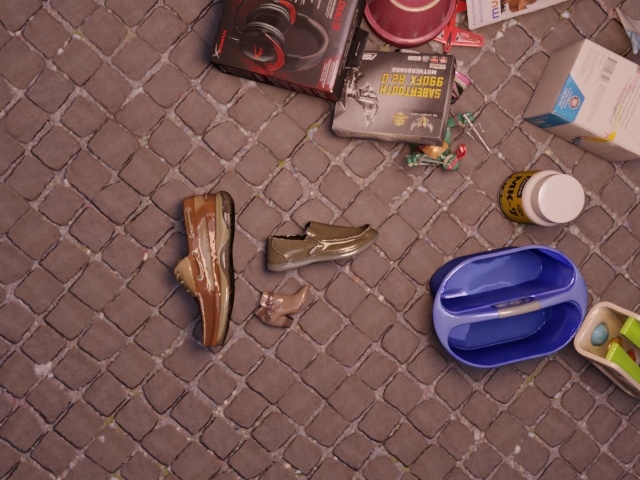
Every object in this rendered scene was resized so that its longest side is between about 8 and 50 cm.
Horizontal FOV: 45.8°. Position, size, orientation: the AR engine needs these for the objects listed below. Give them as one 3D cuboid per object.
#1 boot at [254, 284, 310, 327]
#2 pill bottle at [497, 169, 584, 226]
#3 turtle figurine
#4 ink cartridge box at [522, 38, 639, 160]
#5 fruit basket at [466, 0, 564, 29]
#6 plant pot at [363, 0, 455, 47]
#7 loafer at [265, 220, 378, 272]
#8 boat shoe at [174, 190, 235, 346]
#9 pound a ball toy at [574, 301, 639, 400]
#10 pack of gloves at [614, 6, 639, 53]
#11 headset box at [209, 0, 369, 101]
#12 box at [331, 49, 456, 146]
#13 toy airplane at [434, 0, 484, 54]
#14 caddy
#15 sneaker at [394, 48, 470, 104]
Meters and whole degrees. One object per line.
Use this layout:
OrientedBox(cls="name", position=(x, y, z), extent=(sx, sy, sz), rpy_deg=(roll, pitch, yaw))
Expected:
OrientedBox(cls="boot", position=(-0.086, 0.132, 1.636), extent=(0.087, 0.042, 0.118), rpy_deg=(27, 90, -6))
OrientedBox(cls="pill bottle", position=(0.467, -0.090, 1.608), extent=(0.119, 0.208, 0.119), rpy_deg=(0, 93, -8))
OrientedBox(cls="turtle figurine", position=(0.230, -0.215, 1.617), extent=(0.234, 0.118, 0.175), rpy_deg=(40, 72, 7))
OrientedBox(cls="ink cartridge box", position=(0.598, -0.294, 1.631), extent=(0.233, 0.168, 0.171), rpy_deg=(25, 90, -8))
OrientedBox(cls="fruit basket", position=(0.447, -0.608, 1.481), extent=(0.353, 0.165, 0.327), rpy_deg=(-20, 127, -9))
OrientedBox(cls="plant pot", position=(0.184, -0.511, 1.545), extent=(0.201, 0.180, 0.201), rpy_deg=(0, 93, 1))
OrientedBox(cls="loafer", position=(0.000, 0.000, 1.611), extent=(0.251, 0.094, 0.087), rpy_deg=(-14, 100, -6))
OrientedBox(cls="boat shoe", position=(-0.241, 0.058, 1.581), extent=(0.120, 0.122, 0.324), rpy_deg=(1, 86, -2))
OrientedBox(cls="pound a ball toy", position=(0.701, 0.224, 1.670), extent=(0.319, 0.136, 0.208), rpy_deg=(35, 84, -40))
OrientedBox(cls="pack of gloves", position=(0.745, -0.420, 1.628), extent=(0.195, 0.232, 0.046), rpy_deg=(24, 131, -14))
OrientedBox(cls="headset box", position=(-0.049, -0.419, 1.532), extent=(0.293, 0.110, 0.218), rpy_deg=(17, 92, 8))
OrientedBox(cls="box", position=(0.153, -0.296, 1.567), extent=(0.231, 0.056, 0.183), rpy_deg=(8, 78, 18))
OrientedBox(cls="toy airplane", position=(0.284, -0.471, 1.650), extent=(0.151, 0.028, 0.151), rpy_deg=(0, 92, 1))
OrientedBox(cls="caddy", position=(0.397, 0.137, 1.630), extent=(0.341, 0.179, 0.241), rpy_deg=(-12, 96, -7))
OrientedBox(cls="sneaker", position=(0.232, -0.352, 1.633), extent=(0.178, 0.072, 0.077), rpy_deg=(27, 101, -3))
